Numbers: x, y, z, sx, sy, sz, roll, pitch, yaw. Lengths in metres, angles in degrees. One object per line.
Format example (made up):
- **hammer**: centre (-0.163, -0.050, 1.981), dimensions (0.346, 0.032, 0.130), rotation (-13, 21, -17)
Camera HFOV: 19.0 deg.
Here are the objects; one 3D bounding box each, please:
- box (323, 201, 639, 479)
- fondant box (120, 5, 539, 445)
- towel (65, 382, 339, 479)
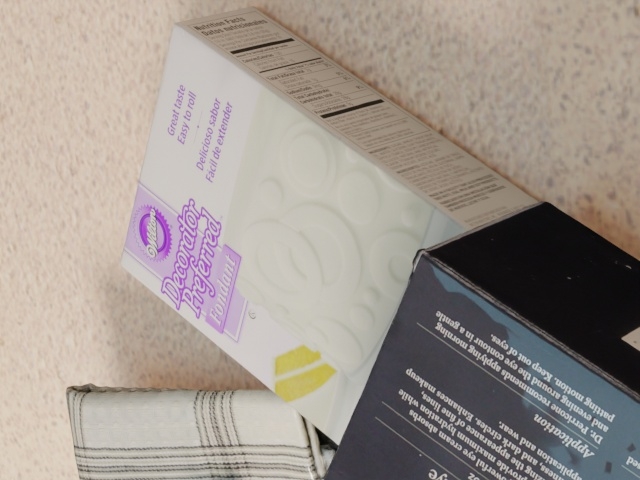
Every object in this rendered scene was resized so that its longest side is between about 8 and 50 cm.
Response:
- **box**: centre (0.184, 0.202, 1.276), dimensions (0.343, 0.179, 0.313), rotation (35, 119, 22)
- **fondant box**: centre (0.000, 0.000, 1.499), dimensions (0.330, 0.096, 0.238), rotation (38, 127, 31)
- **towel**: centre (-0.071, 0.273, 1.649), dimensions (0.324, 0.056, 0.312), rotation (-2, 102, 32)
